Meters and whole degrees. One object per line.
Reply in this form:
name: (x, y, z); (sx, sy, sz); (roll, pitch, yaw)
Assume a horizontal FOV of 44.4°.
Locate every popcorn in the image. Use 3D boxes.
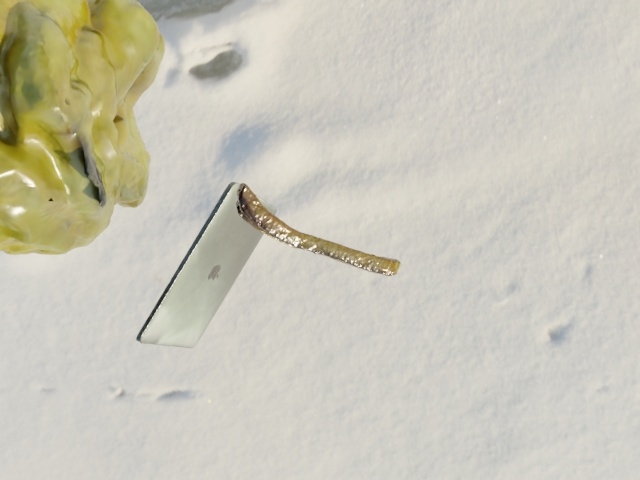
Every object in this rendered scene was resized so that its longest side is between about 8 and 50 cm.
popcorn: (-0.234, -0.110, 0.600); (0.215, 0.251, 0.286); (2, 167, 8)

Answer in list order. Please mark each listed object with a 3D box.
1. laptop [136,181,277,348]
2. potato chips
laptop: (-0.166, 0.045, 1.193); (0.015, 0.188, 0.269); (31, 90, 20)
potato chips: (0.000, 0.000, 0.756); (0.204, 0.026, 0.037); (25, 92, -30)
